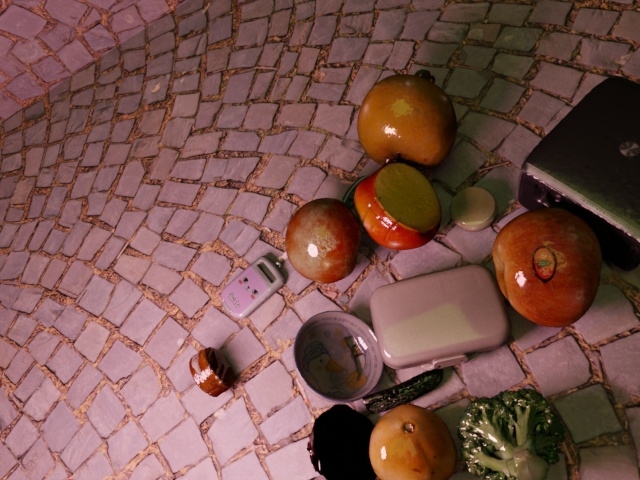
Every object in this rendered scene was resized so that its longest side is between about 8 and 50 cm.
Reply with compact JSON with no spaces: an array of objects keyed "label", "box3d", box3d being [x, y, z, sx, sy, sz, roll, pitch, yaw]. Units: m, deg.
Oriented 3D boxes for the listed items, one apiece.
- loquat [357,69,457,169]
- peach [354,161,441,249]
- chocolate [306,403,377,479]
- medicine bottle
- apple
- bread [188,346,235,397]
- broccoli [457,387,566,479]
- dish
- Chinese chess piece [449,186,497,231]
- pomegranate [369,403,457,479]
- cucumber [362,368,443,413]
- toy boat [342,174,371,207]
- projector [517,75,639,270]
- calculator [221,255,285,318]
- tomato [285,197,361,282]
[{"label":"loquat","box3d":[0.282,-0.396,1.607,0.329,0.328,0.359,14,78,23]},{"label":"peach","box3d":[0.244,-0.086,1.534,0.249,0.245,0.274,-29,61,-3]},{"label":"chocolate","box3d":[0.045,0.594,1.396,0.177,0.206,0.224,-51,36,45]},{"label":"medicine bottle","box3d":[0.337,0.218,1.435,0.375,0.123,0.282,-14,64,7]},{"label":"apple","box3d":[0.583,0.068,1.323,0.250,0.277,0.309,11,67,3]},{"label":"bread","box3d":[-0.342,0.415,1.576,0.073,0.160,0.160,-39,61,5]},{"label":"broccoli","box3d":[0.462,0.485,1.207,0.270,0.270,0.269,0,92,3]},{"label":"dish","box3d":[0.039,0.358,1.486,0.273,0.134,0.273,8,58,-13]},{"label":"Chinese chess piece","box3d":[0.480,-0.097,1.566,0.144,0.058,0.144,-8,66,18]},{"label":"pomegranate","box3d":[0.239,0.534,1.282,0.233,0.233,0.233,-7,66,16]},{"label":"cucumber","box3d":[0.242,0.430,1.420,0.245,0.067,0.067,-22,63,6]},{"label":"toy boat","box3d":[0.136,-0.169,1.712,0.066,0.059,0.140,31,79,40]},{"label":"projector","box3d":[0.830,-0.190,1.384,0.405,0.242,0.395,-45,59,-5]},{"label":"calculator","box3d":[-0.229,0.159,1.707,0.246,0.045,0.141,-41,62,-2]},{"label":"tomato","box3d":[0.000,0.000,1.562,0.223,0.270,0.270,-1,64,-12]}]
